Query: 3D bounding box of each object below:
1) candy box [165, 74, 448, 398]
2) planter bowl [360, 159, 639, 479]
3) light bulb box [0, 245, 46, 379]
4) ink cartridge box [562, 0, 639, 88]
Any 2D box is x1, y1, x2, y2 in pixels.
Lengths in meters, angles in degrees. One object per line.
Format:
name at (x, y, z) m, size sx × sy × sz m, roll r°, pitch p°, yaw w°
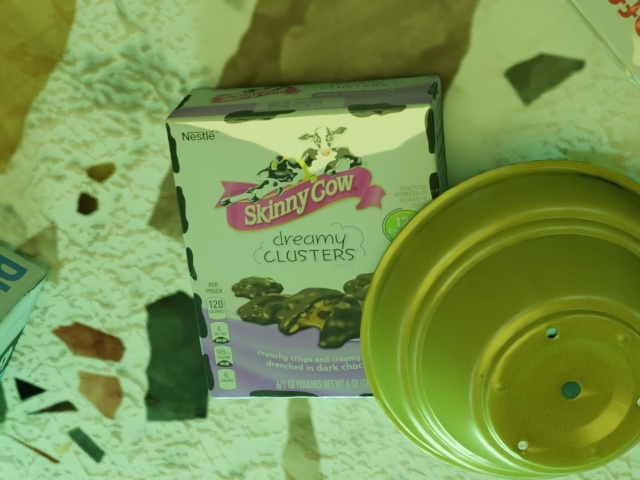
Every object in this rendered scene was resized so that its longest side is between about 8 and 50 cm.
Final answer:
candy box at (0.000, 0.000, 0.762) m, size 0.164 × 0.070 × 0.196 m, roll -2°, pitch 113°, yaw 11°
planter bowl at (0.136, 0.069, 0.696) m, size 0.217 × 0.090 × 0.217 m, roll -2°, pitch 112°, yaw -5°
light bulb box at (-0.424, 0.091, 0.730) m, size 0.361 × 0.358 × 0.225 m, roll 29°, pitch 117°, yaw -3°
ink cartridge box at (0.206, -0.205, 0.600) m, size 0.219 × 0.092 × 0.160 m, roll -41°, pitch 81°, yaw 24°
